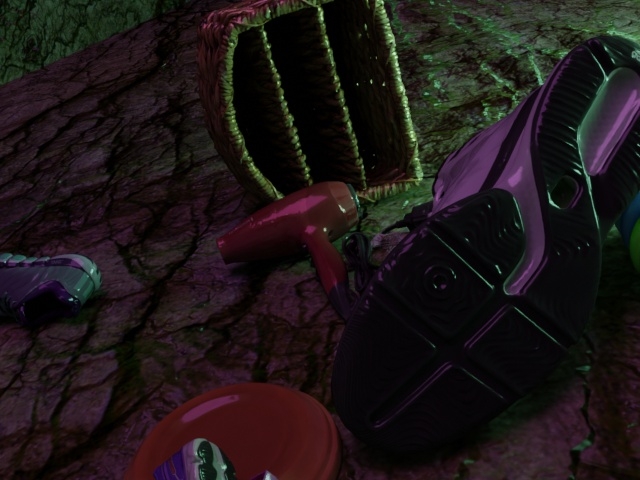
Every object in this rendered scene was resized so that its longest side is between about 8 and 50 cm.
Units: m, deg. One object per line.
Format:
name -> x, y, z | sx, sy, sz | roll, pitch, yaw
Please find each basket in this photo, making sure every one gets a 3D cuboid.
basket -> -0.028, -0.183, 1.056 | 0.213, 0.299, 0.223 | -29, 30, -24

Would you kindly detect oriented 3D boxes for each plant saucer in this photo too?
plant saucer -> -0.081, 0.188, 0.676 | 0.199, 0.037, 0.200 | -12, 27, 6

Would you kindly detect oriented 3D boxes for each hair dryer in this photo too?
hair dryer -> 0.000, 0.000, 0.940 | 0.293, 0.080, 0.224 | 1, 32, 29

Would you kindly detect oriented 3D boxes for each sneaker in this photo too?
sneaker -> -0.407, 0.071, 1.018 | 0.223, 0.083, 0.098 | -8, 33, 12
sneaker -> -0.090, 0.230, 0.559 | 0.071, 0.068, 0.170 | -32, 43, 17
sneaker -> 0.159, 0.018, 0.779 | 0.447, 0.169, 0.257 | -50, 1, -15

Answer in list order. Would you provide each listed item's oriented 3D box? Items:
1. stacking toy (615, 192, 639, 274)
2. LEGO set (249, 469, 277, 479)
stacking toy -> 0.346, 0.007, 0.712 | 0.141, 0.141, 0.330 | -7, 34, 15
LEGO set -> -0.011, 0.244, 0.456 | 0.087, 0.093, 0.227 | -37, 20, 33
